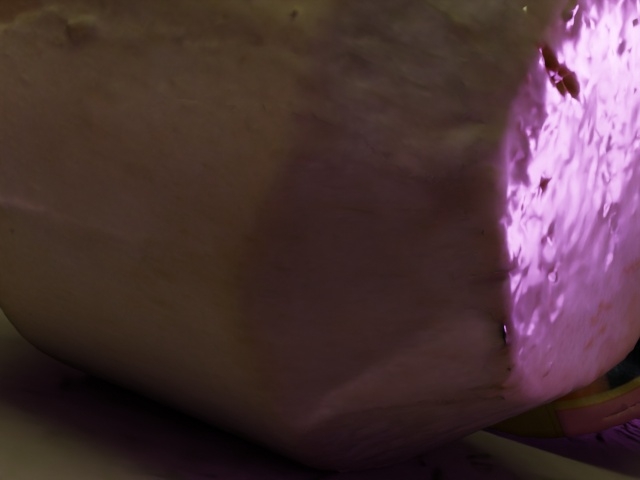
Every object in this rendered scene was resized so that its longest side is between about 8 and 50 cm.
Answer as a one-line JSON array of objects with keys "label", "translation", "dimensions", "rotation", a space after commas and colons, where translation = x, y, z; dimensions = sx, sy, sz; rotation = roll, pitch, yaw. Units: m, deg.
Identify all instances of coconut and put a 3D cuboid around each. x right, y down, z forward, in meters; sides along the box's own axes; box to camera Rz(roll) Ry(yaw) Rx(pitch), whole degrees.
[{"label": "coconut", "translation": [-0.003, -0.056, 0.769], "dimensions": [0.323, 0.323, 0.323], "rotation": [14, 7, -2]}]

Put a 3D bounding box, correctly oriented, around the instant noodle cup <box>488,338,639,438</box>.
[{"label": "instant noodle cup", "translation": [0.151, 0.001, 1.005], "dimensions": [0.244, 0.244, 0.255], "rotation": [17, -1, 22]}]
